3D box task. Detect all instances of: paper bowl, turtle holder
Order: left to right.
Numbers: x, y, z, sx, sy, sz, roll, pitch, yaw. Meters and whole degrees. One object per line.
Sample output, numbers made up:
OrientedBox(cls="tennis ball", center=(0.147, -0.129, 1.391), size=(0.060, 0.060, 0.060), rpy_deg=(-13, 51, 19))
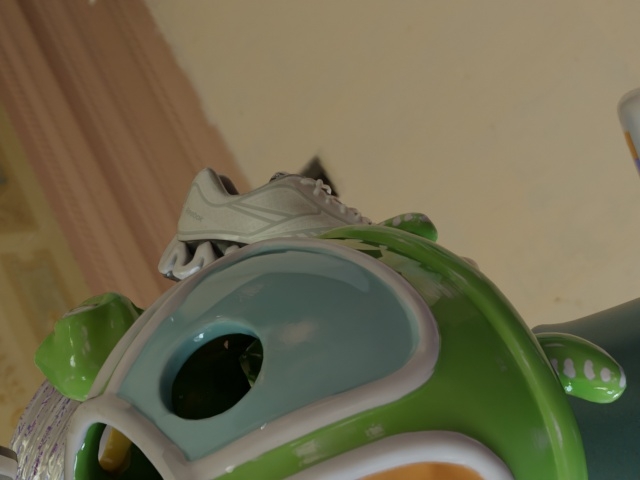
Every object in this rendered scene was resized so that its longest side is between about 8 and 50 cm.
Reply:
OrientedBox(cls="paper bowl", center=(-0.269, 0.287, 1.385), size=(0.148, 0.284, 0.284), rpy_deg=(20, -152, 20))
OrientedBox(cls="turtle holder", center=(-0.021, 0.096, 0.580), size=(0.227, 0.243, 0.320), rpy_deg=(-11, -127, -38))

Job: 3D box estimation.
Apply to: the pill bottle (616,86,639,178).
OrientedBox(cls="pill bottle", center=(0.263, 0.029, 0.524), size=(0.152, 0.152, 0.272), rpy_deg=(-23, -87, -55))

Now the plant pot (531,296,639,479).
OrientedBox(cls="plant pot", center=(0.285, 0.149, 0.797), size=(0.271, 0.255, 0.272), rpy_deg=(10, -101, -62))

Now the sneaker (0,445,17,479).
OrientedBox(cls="sneaker", center=(-0.370, 0.254, 0.854), size=(0.295, 0.123, 0.179), rpy_deg=(10, -114, -49))

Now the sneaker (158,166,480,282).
OrientedBox(cls="sneaker", center=(0.000, 0.000, 0.931), size=(0.110, 0.292, 0.118), rpy_deg=(40, -120, -69))
